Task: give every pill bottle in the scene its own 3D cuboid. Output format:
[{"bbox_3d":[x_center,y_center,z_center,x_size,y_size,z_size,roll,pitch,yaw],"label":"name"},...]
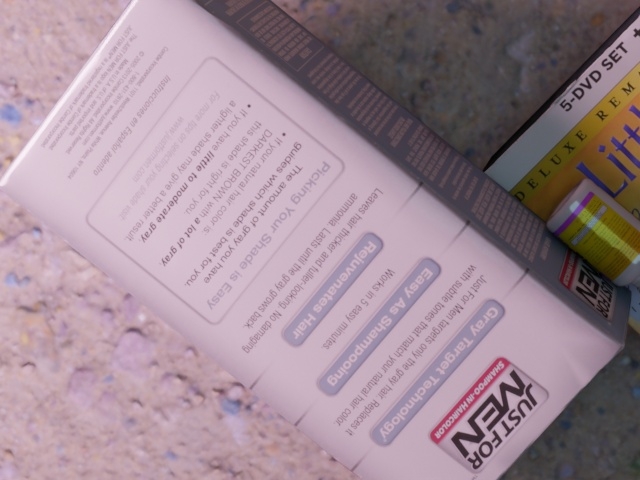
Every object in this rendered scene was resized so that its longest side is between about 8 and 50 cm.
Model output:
[{"bbox_3d":[0.191,0.001,1.233,0.083,0.043,0.043,40,90,1],"label":"pill bottle"}]

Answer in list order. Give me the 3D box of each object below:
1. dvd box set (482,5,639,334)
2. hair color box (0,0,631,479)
[{"bbox_3d":[0.358,-0.006,1.247,0.420,0.062,0.307,44,110,-1],"label":"dvd box set"},{"bbox_3d":[0.000,0.000,1.240,0.374,0.113,0.185,39,110,-1],"label":"hair color box"}]
